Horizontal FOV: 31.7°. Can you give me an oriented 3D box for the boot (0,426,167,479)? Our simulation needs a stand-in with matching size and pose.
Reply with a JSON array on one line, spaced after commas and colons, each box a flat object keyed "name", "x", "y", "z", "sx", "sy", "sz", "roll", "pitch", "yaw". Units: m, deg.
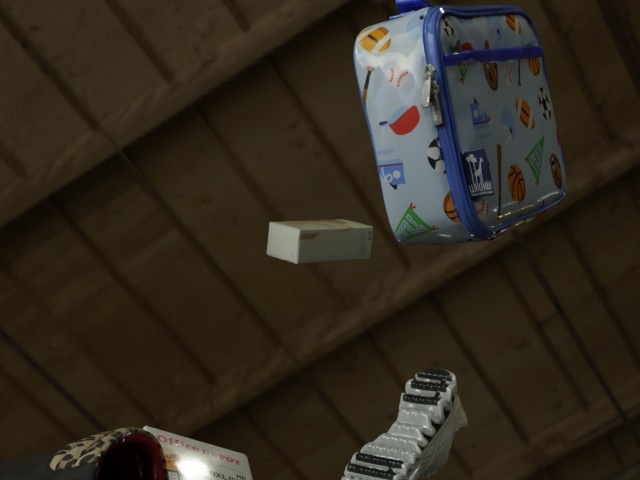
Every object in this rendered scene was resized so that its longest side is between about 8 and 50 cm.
[{"name": "boot", "x": -0.306, "y": 0.290, "z": 0.954, "sx": 0.284, "sy": 0.377, "sz": 0.138, "roll": -15, "pitch": -75, "yaw": 17}]

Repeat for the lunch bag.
[{"name": "lunch bag", "x": 0.148, "y": -0.127, "z": 1.141, "sx": 0.115, "sy": 0.303, "sz": 0.243, "roll": -8, "pitch": -85, "yaw": 30}]

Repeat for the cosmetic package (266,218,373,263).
[{"name": "cosmetic package", "x": 0.000, "y": 0.000, "z": 1.323, "sx": 0.115, "sy": 0.060, "sz": 0.041, "roll": -3, "pitch": -78, "yaw": -42}]

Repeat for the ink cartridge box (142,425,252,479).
[{"name": "ink cartridge box", "x": -0.187, "y": 0.398, "z": 1.501, "sx": 0.171, "sy": 0.233, "sz": 0.168, "roll": 23, "pitch": -68, "yaw": -25}]

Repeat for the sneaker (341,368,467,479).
[{"name": "sneaker", "x": 0.138, "y": 0.338, "z": 1.753, "sx": 0.292, "sy": 0.110, "sz": 0.118, "roll": -48, "pitch": -54, "yaw": -28}]
